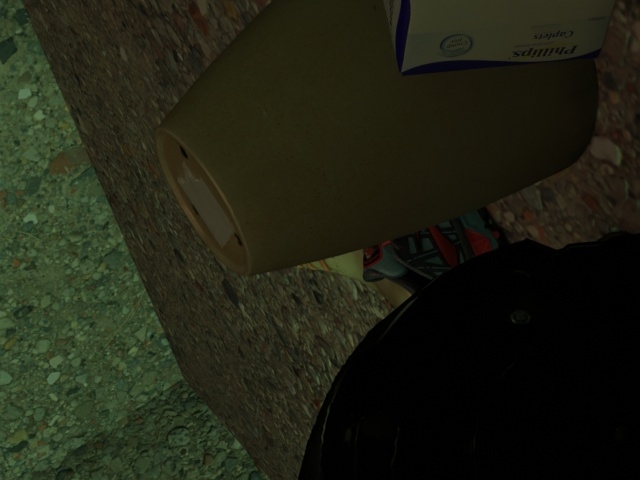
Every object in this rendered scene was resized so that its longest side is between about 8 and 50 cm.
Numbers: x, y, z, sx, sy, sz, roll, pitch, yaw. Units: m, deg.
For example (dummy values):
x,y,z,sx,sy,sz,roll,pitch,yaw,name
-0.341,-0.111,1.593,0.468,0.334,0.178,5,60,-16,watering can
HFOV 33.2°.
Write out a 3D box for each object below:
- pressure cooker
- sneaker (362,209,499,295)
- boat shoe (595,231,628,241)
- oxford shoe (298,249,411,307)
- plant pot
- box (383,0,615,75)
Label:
x,y,z,sx,sy,sz,roll,pitch,yaw,name
0.182,0.252,0.634,0.370,0.376,0.420,-109,10,-46,pressure cooker
0.085,-0.014,1.027,0.262,0.125,0.104,56,161,4,sneaker
0.276,0.145,0.835,0.307,0.104,0.110,53,161,13,boat shoe
0.000,0.000,1.227,0.397,0.146,0.140,36,152,46,oxford shoe
0.022,-0.095,0.825,0.256,0.274,0.256,48,160,24,plant pot
0.100,-0.178,0.651,0.072,0.126,0.137,91,171,-59,box
